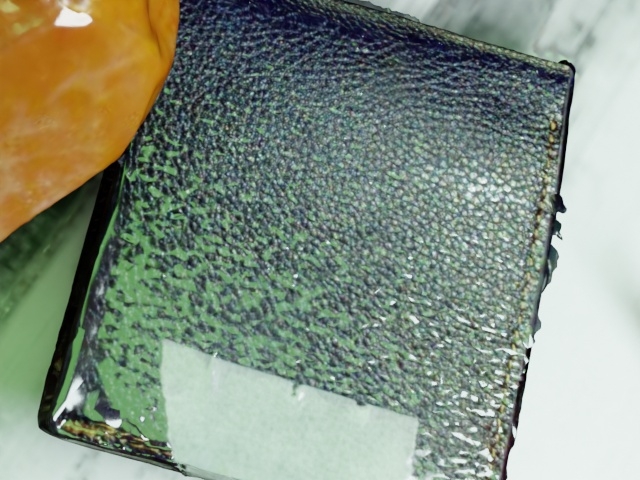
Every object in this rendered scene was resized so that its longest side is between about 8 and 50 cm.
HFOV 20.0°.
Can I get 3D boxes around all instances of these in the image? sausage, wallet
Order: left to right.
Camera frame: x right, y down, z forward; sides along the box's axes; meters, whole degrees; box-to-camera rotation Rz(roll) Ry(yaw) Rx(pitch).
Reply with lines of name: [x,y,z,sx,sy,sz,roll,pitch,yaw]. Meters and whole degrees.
sausage: [-0.183,-0.066,0.786,0.268,0.153,0.141,-39,51,4]
wallet: [0.000,0.000,0.868,0.221,0.071,0.262,17,65,-12]
